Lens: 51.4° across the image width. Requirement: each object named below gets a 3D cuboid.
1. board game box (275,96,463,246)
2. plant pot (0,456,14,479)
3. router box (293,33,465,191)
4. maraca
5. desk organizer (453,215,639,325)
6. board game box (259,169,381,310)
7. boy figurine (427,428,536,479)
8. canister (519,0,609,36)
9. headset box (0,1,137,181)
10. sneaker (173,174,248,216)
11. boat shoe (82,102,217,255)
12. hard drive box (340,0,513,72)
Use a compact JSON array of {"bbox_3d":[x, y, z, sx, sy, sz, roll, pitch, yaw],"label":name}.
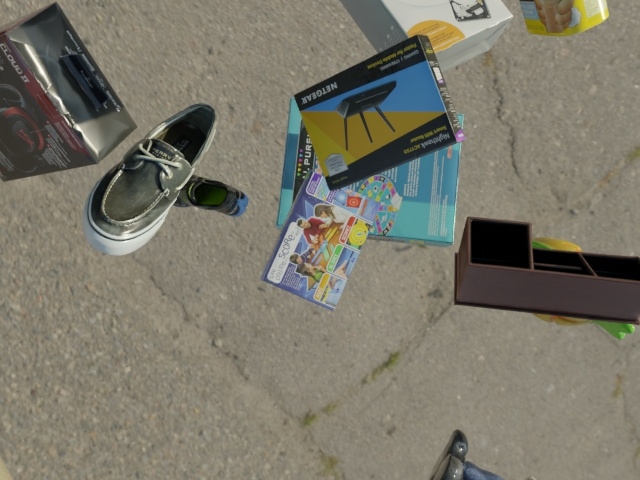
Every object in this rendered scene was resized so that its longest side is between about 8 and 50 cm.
[{"bbox_3d":[0.095,-0.130,1.295,0.336,0.079,0.253,6,84,1],"label":"board game box"},{"bbox_3d":[-0.256,0.187,0.324,0.284,0.190,0.284,1,158,0],"label":"plant pot"},{"bbox_3d":[0.070,-0.152,0.814,0.179,0.046,0.133,-20,94,31],"label":"router box"},{"bbox_3d":[0.306,0.058,0.823,0.099,0.186,0.127,-42,122,-7],"label":"maraca"},{"bbox_3d":[0.163,0.021,0.467,0.130,0.047,0.050,6,144,5],"label":"desk organizer"},{"bbox_3d":[0.000,0.000,1.121,0.136,0.035,0.201,25,90,-10],"label":"board game box"},{"bbox_3d":[0.240,0.318,0.678,0.177,0.285,0.092,-34,150,-64],"label":"boy figurine"},{"bbox_3d":[0.273,-0.337,0.793,0.073,0.126,0.170,-26,112,-2],"label":"canister"},{"bbox_3d":[-0.443,-0.219,1.027,0.218,0.293,0.110,61,42,-30],"label":"headset box"},{"bbox_3d":[-0.219,-0.090,1.184,0.078,0.188,0.067,38,68,-64],"label":"sneaker"},{"bbox_3d":[-0.270,-0.120,1.071,0.121,0.335,0.119,30,135,-8],"label":"boat shoe"},{"bbox_3d":[0.148,-0.375,1.029,0.181,0.232,0.089,-30,168,-19],"label":"hard drive box"}]
